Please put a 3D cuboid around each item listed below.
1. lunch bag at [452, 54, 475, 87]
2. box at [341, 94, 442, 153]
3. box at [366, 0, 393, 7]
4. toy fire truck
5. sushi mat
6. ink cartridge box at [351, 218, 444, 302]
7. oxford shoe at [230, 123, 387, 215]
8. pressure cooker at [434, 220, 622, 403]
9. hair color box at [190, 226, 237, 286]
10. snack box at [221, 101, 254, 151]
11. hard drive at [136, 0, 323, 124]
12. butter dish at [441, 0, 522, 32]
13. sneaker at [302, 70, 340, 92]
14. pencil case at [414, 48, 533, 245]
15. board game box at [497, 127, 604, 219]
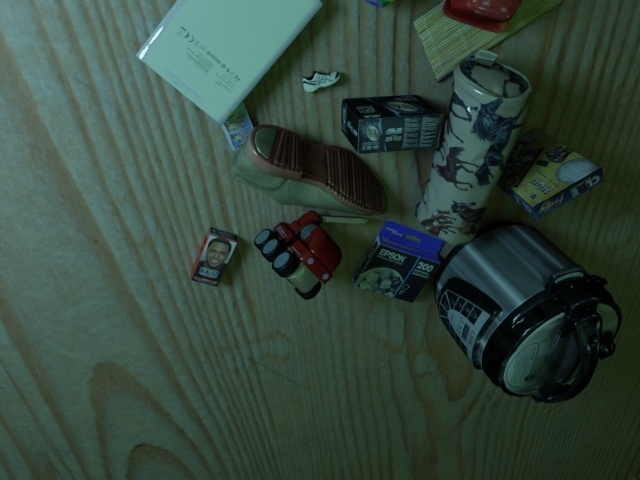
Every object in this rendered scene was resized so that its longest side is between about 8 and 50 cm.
[{"bbox_3d":[0.343,-0.363,1.076,0.067,0.065,0.098,8,138,-22],"label":"lunch bag"},{"bbox_3d":[0.149,-0.256,1.052,0.180,0.147,0.077,-6,123,-9],"label":"box"},{"bbox_3d":[0.076,-0.525,0.888,0.043,0.105,0.179,-30,123,5],"label":"box"},{"bbox_3d":[0.000,0.000,1.153,0.246,0.217,0.158,-44,122,-2],"label":"toy fire truck"},{"bbox_3d":[0.360,-0.488,1.033,0.317,0.019,0.151,-32,123,8],"label":"sushi mat"},{"bbox_3d":[0.221,0.063,1.336,0.206,0.045,0.208,17,115,-23],"label":"ink cartridge box"},{"bbox_3d":[-0.017,-0.139,1.123,0.397,0.140,0.146,21,146,-30],"label":"oxford shoe"},{"bbox_3d":[0.541,0.192,1.255,0.370,0.420,0.375,31,109,-37],"label":"pressure cooker"},{"bbox_3d":[-0.266,0.042,1.204,0.072,0.043,0.141,17,116,-22],"label":"hair color box"},{"bbox_3d":[-0.192,-0.279,1.029,0.064,0.022,0.178,-21,124,-2],"label":"snack box"},{"bbox_3d":[-0.172,-0.404,0.925,0.203,0.040,0.307,38,103,-26],"label":"hard drive"},{"bbox_3d":[0.344,-0.496,0.942,0.160,0.118,0.160,9,119,-16],"label":"butter dish"},{"bbox_3d":[0.001,-0.345,1.028,0.083,0.032,0.037,-22,125,0],"label":"sneaker"},{"bbox_3d":[0.326,-0.192,1.072,0.160,0.183,0.410,-2,134,-8],"label":"pencil case"},{"bbox_3d":[0.509,-0.165,1.140,0.165,0.243,0.042,-31,125,8],"label":"board game box"}]
